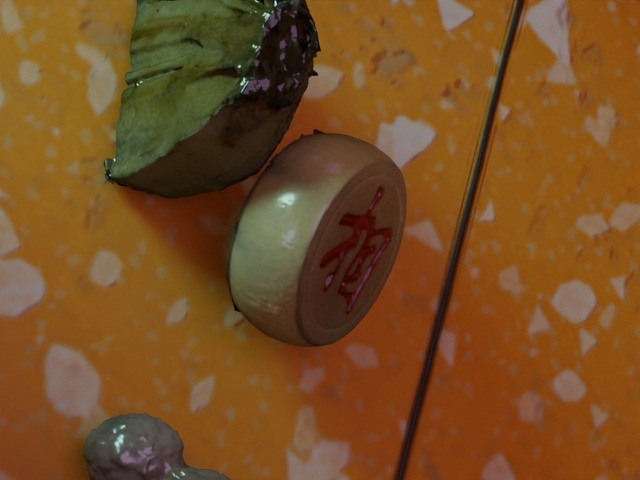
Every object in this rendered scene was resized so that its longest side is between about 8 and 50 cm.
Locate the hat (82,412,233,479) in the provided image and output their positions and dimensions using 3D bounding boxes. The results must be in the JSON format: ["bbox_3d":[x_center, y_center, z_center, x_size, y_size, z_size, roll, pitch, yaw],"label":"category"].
[{"bbox_3d":[-0.066,0.162,0.941,0.112,0.093,0.162,-34,93,-39],"label":"hat"}]

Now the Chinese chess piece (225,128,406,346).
[{"bbox_3d":[0.000,0.000,0.998,0.122,0.051,0.122,-42,145,-39],"label":"Chinese chess piece"}]

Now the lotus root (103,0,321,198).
[{"bbox_3d":[-0.047,-0.092,0.976,0.070,0.144,0.143,19,79,-34],"label":"lotus root"}]
